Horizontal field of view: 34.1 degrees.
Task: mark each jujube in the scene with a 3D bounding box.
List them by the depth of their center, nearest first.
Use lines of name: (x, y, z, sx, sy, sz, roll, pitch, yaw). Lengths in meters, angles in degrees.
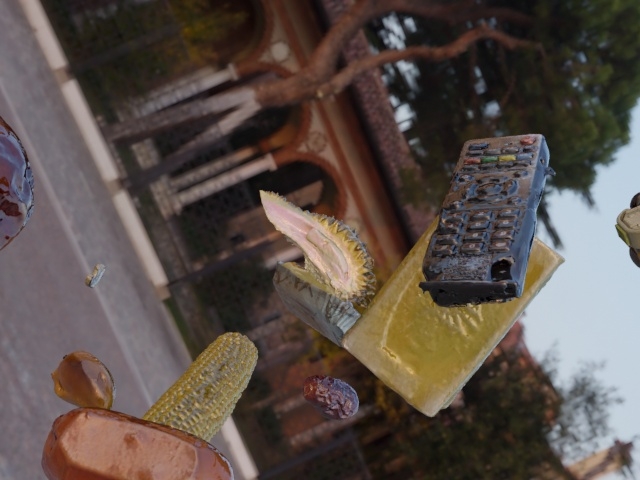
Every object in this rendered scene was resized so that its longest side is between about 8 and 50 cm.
jujube: (-0.639, -0.122, 1.709, 0.377, 0.276, 0.276, 38, -18, 29)
jujube: (0.014, 0.283, 1.894, 0.129, 0.077, 0.077, 33, 23, -46)

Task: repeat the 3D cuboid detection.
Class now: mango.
mango: (-0.337, 0.207, 1.510, 0.127, 0.077, 0.063, 29, 15, 38)

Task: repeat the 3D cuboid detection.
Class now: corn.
corn: (-0.185, 0.249, 1.535, 0.310, 0.101, 0.102, -46, 120, -49)

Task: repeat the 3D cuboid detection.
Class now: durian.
durian: (0.006, -0.006, 1.474, 0.224, 0.078, 0.140, 45, 19, 1)

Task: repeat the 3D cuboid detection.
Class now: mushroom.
mushroom: (-0.479, 0.075, 2.224, 0.019, 0.049, 0.101, 26, 13, 1)

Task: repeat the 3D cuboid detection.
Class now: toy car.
toy car: (0.738, -0.005, 2.089, 0.204, 0.247, 0.198, -95, 161, -72)

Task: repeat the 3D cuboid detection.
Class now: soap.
soap: (0.194, 0.090, 1.561, 0.199, 0.315, 0.091, 40, 5, 9)

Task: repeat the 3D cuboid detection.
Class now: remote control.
remote control: (0.231, -0.033, 1.392, 0.399, 0.144, 0.062, -61, 144, -54)

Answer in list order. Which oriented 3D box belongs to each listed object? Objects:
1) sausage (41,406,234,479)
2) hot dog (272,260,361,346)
sausage: (-0.224, 0.284, 1.284, 0.133, 0.258, 0.133, 12, 90, -76)
hot dog: (0.001, 0.120, 2.029, 0.270, 0.082, 0.163, 31, -24, 53)
